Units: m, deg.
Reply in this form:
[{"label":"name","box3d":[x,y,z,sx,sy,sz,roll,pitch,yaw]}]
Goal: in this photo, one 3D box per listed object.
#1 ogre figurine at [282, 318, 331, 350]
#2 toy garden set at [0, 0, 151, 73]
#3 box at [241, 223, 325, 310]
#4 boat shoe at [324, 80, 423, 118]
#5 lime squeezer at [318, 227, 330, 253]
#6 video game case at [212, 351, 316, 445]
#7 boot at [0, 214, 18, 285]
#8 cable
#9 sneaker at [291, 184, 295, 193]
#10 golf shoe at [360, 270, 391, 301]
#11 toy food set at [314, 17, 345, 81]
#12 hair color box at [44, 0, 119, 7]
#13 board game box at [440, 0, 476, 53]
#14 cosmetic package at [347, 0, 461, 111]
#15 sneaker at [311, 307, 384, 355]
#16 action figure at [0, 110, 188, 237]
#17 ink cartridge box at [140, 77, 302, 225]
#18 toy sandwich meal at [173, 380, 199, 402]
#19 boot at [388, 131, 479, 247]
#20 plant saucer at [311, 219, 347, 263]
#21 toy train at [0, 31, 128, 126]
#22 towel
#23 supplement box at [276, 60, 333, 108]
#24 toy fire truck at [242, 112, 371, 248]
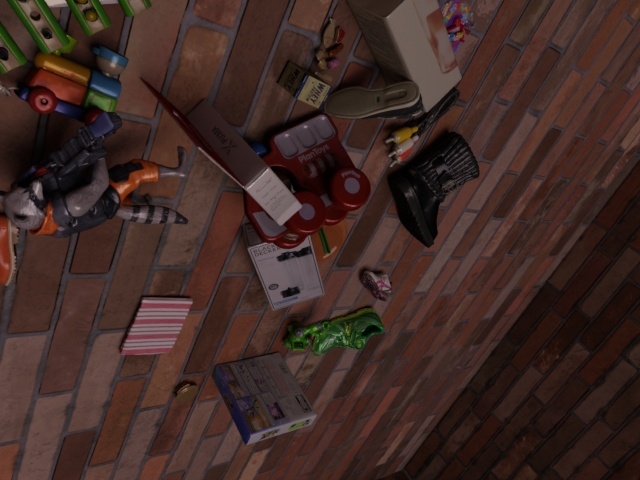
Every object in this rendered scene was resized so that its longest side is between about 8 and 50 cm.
[{"label":"ogre figurine","box3d":[-0.051,0.318,1.732,0.118,0.096,0.197,-5,174,-30]},{"label":"toy garden set","box3d":[-0.380,-0.360,0.696,0.244,0.049,0.203,-30,140,-10]},{"label":"box","box3d":[-0.097,0.060,1.430,0.169,0.087,0.289,-16,138,-4]},{"label":"boat shoe","box3d":[0.123,-0.314,1.214,0.079,0.233,0.083,33,60,-64]},{"label":"lime squeezer","box3d":[-0.010,-0.125,1.359,0.059,0.110,0.310,1,96,-21]},{"label":"video game case","box3d":[-0.182,0.496,1.657,0.245,0.269,0.061,-2,129,-38]},{"label":"boot","box3d":[-0.637,0.020,1.006,0.085,0.059,0.157,-3,119,-34]},{"label":"cable","box3d":[0.289,-0.308,1.450,0.287,0.072,0.139,-34,146,-10]},{"label":"sneaker","box3d":[-0.114,-0.162,1.278,0.161,0.057,0.075,34,75,-42]},{"label":"golf shoe","box3d":[0.197,0.142,1.815,0.085,0.068,0.186,-63,144,-16]},{"label":"toy food set","box3d":[0.021,-0.423,1.154,0.078,0.019,0.122,7,108,-47]},{"label":"hair color box","box3d":[-0.353,-0.510,0.695,0.174,0.105,0.347,-16,135,-25]},{"label":"board game box","box3d":[0.333,-0.520,1.316,0.133,0.033,0.168,7,121,-43]},{"label":"cosmetic package","box3d":[0.197,-0.454,1.172,0.129,0.153,0.296,-44,143,0]},{"label":"sneaker","box3d":[0.102,0.339,1.864,0.296,0.123,0.109,-23,138,-21]},{"label":"action figure","box3d":[-0.388,-0.091,0.928,0.341,0.178,0.330,-23,177,43]},{"label":"ink cartridge box","box3d":[-0.186,-0.187,0.987,0.066,0.296,0.261,-43,142,1]},{"label":"toy sandwich meal","box3d":[-0.425,0.478,1.634,0.086,0.029,0.085,-26,143,-22]},{"label":"boot","box3d":[0.375,-0.147,1.625,0.260,0.131,0.348,-37,141,-6]},{"label":"plant saucer","box3d":[0.000,0.000,1.528,0.200,0.037,0.199,-23,139,-22]},{"label":"toy train","box3d":[-0.450,-0.285,0.847,0.248,0.105,0.143,17,100,-42]},{"label":"towel","box3d":[-0.441,0.227,1.386,0.144,0.029,0.197,8,118,-44]},{"label":"supplement box","box3d":[-0.035,-0.342,1.138,0.083,0.083,0.056,10,119,-45]},{"label":"toy fire truck","box3d":[-0.050,-0.137,1.200,0.302,0.253,0.169,-30,178,-23]}]
